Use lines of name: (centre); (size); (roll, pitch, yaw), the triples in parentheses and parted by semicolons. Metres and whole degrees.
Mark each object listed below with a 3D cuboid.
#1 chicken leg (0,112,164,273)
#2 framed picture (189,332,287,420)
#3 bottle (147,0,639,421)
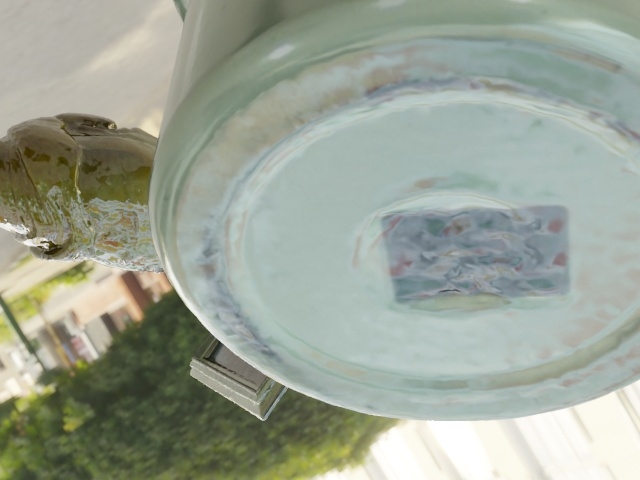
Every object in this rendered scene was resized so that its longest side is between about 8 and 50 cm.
chicken leg: (-0.170, -0.029, 0.640); (0.227, 0.103, 0.088); (3, 129, -17)
framed picture: (0.000, 0.000, 0.901); (0.296, 0.019, 0.232); (-55, -163, -11)
bottle: (0.042, -0.119, 0.485); (0.229, 0.229, 0.352); (-30, -140, 31)
